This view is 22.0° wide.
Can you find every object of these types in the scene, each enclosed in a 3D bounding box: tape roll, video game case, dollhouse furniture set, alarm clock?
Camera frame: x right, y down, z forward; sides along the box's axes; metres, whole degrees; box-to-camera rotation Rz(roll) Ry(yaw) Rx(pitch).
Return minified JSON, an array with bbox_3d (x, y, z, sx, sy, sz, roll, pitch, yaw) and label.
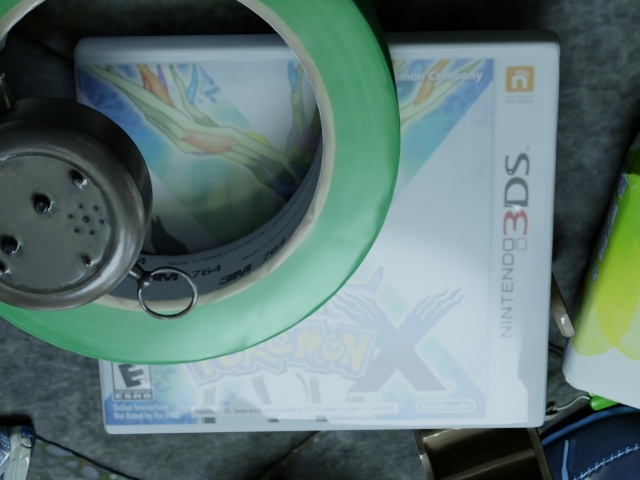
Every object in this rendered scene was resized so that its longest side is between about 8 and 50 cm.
[{"bbox_3d":[-0.109,-0.076,1.076,0.321,0.077,0.321,0,114,1],"label":"tape roll"},{"bbox_3d":[0.000,0.000,1.171,0.329,0.036,0.300,-1,114,1],"label":"video game case"},{"bbox_3d":[0.099,0.107,1.286,0.212,0.161,0.242,-21,132,8],"label":"dollhouse furniture set"},{"bbox_3d":[-0.156,-0.009,1.033,0.192,0.064,0.129,35,109,-18],"label":"alarm clock"}]

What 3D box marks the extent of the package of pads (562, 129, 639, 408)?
[{"bbox_3d":[0.352,0.053,1.269,0.297,0.101,0.229,18,130,7],"label":"package of pads"}]

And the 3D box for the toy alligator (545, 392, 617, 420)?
[{"bbox_3d":[0.262,0.111,1.396,0.190,0.056,0.051,-11,100,-1],"label":"toy alligator"}]

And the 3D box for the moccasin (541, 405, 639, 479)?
[{"bbox_3d":[0.200,0.288,1.496,0.138,0.117,0.342,25,123,-29],"label":"moccasin"}]

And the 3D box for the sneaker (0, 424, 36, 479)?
[{"bbox_3d":[-0.277,0.204,1.384,0.058,0.052,0.135,13,121,-8],"label":"sneaker"}]
